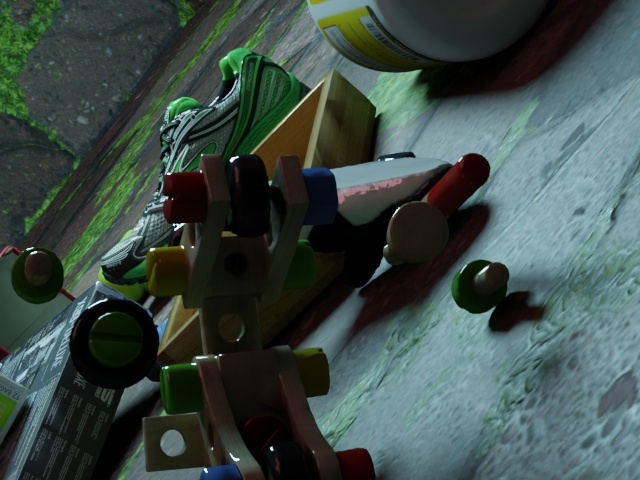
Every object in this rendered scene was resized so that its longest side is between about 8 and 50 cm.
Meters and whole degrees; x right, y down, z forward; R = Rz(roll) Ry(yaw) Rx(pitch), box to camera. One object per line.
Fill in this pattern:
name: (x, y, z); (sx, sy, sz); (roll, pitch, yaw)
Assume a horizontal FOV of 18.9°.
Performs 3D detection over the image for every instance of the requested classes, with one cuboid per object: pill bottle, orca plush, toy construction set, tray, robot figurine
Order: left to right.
robot figurine: (-0.239, 0.033, 2.462); (0.115, 0.067, 0.101); (-56, 4, -26)
tray: (-0.044, -0.016, 1.919); (0.203, 0.076, 0.411); (-44, 14, 20)
toy construction set: (-0.025, 0.063, 1.357); (0.309, 0.257, 0.237); (-31, -5, -15)
orca plush: (0.000, 0.000, 1.617); (0.287, 0.102, 0.151); (-10, 12, 25)
pill bottle: (0.092, -0.263, 1.909); (0.188, 0.188, 0.334); (-51, 13, -7)

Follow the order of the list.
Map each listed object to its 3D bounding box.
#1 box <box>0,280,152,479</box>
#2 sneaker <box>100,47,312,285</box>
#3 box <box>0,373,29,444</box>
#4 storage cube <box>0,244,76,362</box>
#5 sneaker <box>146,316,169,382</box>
box: (-0.306, 0.219, 2.005); (0.242, 0.076, 0.307); (-36, 27, 45)
sneaker: (-0.160, -0.088, 2.369); (0.343, 0.146, 0.134); (-52, 13, -10)
box: (-0.401, 0.211, 1.952); (0.203, 0.114, 0.103); (-62, 21, -12)
storage cube: (-0.391, 0.160, 2.341); (0.193, 0.183, 0.215); (-44, 14, 27)
sneaker: (-0.145, 0.086, 1.996); (0.084, 0.058, 0.152); (-30, 28, 34)
